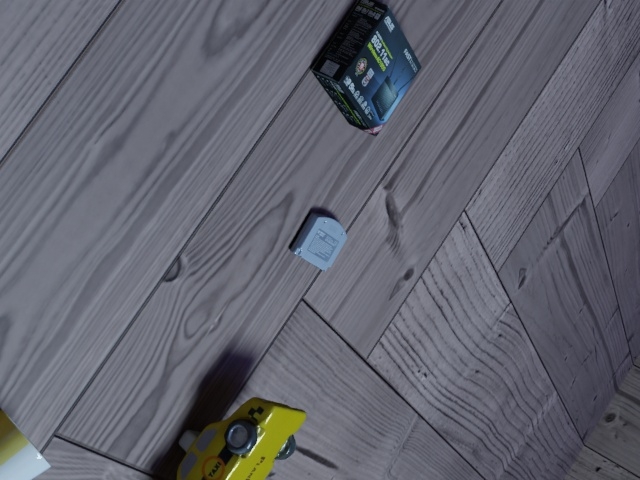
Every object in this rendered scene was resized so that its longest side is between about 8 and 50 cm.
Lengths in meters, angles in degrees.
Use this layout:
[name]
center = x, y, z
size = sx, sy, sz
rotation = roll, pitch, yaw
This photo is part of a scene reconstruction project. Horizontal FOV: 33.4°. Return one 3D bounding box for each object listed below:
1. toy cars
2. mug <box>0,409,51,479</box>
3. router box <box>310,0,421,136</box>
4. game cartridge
[toy cars]
center = -0.121, 0.318, 1.201
size = 0.176, 0.087, 0.394
rotation = -26, 140, -39
[mug]
center = -0.270, 0.177, 0.871
size = 0.064, 0.078, 0.062
rotation = -41, 179, -17
[router box]
center = 0.049, -0.173, 1.072
size = 0.092, 0.038, 0.122
rotation = -58, 151, -7
[game cartridge]
center = 0.000, 0.000, 1.174
size = 0.056, 0.017, 0.083
rotation = -56, 151, -1
